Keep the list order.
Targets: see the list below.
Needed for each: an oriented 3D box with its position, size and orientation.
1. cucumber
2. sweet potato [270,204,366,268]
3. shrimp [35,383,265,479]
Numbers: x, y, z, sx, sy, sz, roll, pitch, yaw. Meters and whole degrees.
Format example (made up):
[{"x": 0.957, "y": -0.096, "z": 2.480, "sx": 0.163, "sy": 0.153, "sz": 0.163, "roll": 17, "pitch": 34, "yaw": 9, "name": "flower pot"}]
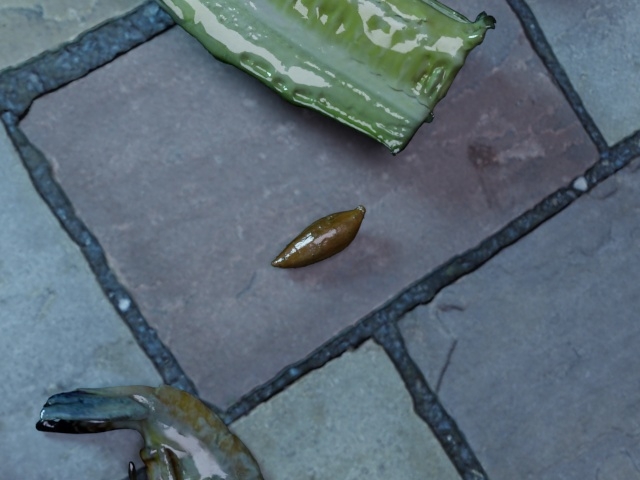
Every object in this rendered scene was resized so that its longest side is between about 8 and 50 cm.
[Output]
[{"x": -0.031, "y": -0.206, "z": 0.676, "sx": 0.326, "sy": 0.105, "sz": 0.145, "roll": 28, "pitch": 105, "yaw": -10, "name": "cucumber"}, {"x": 0.000, "y": 0.000, "z": 0.697, "sx": 0.095, "sy": 0.034, "sz": 0.034, "roll": -30, "pitch": 93, "yaw": -4, "name": "sweet potato"}, {"x": -0.171, "y": 0.194, "z": 0.617, "sx": 0.290, "sy": 0.075, "sz": 0.178, "roll": 8, "pitch": 75, "yaw": -13, "name": "shrimp"}]
